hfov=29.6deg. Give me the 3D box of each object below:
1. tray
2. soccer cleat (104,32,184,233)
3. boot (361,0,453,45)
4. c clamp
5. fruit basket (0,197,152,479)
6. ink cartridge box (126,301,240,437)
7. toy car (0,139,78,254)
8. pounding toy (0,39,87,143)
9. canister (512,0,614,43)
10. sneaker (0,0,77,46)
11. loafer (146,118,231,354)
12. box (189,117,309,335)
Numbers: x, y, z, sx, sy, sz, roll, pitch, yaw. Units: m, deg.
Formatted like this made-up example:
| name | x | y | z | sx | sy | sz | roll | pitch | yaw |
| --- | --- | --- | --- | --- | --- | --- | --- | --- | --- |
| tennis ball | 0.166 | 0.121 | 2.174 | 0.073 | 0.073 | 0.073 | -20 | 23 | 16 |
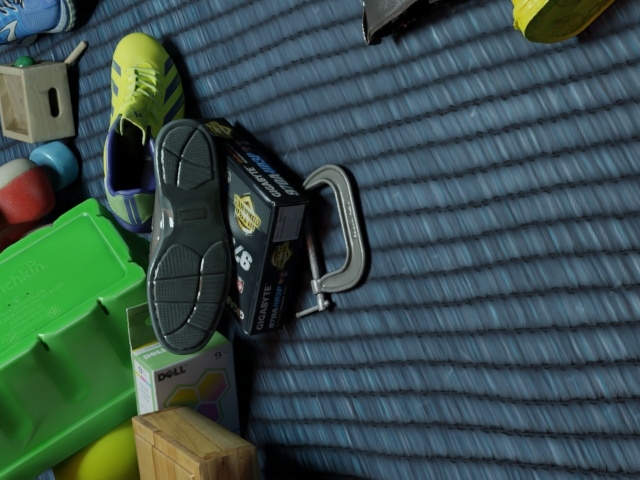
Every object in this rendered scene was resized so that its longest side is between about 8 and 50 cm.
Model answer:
| name | x | y | z | sx | sy | sz | roll | pitch | yaw |
| --- | --- | --- | --- | --- | --- | --- | --- | --- | --- |
| tray | -0.120 | 0.407 | 1.345 | 0.203 | 0.076 | 0.411 | 12 | 112 | 61 |
| soccer cleat | -0.221 | -0.150 | 1.502 | 0.121 | 0.093 | 0.289 | 79 | -173 | -63 |
| boot | 0.096 | -0.335 | 1.161 | 0.263 | 0.091 | 0.229 | -37 | 67 | 54 |
| c clamp | 0.000 | 0.000 | 1.341 | 0.137 | 0.022 | 0.161 | -14 | 81 | 52 |
| fruit basket | -0.311 | 0.186 | 1.557 | 0.283 | 0.392 | 0.392 | 50 | 129 | 38 |
| ink cartridge box | -0.162 | 0.169 | 1.449 | 0.062 | 0.109 | 0.209 | 30 | 130 | 49 |
| toy car | -0.421 | 0.017 | 1.785 | 0.238 | 0.219 | 0.210 | 49 | 135 | 1 |
| pounding toy | -0.414 | -0.227 | 1.817 | 0.130 | 0.100 | 0.141 | 16 | 115 | 51 |
| canister | 0.194 | -0.275 | 1.036 | 0.126 | 0.073 | 0.170 | -45 | 56 | 44 |
| sneaker | -0.468 | -0.346 | 1.795 | 0.330 | 0.147 | 0.130 | -15 | 95 | 57 |
| loafer | -0.154 | -0.004 | 1.402 | 0.084 | 0.096 | 0.268 | -178 | 89 | -77 |
| box | -0.101 | -0.022 | 1.427 | 0.220 | 0.051 | 0.175 | 45 | 132 | 44 |
